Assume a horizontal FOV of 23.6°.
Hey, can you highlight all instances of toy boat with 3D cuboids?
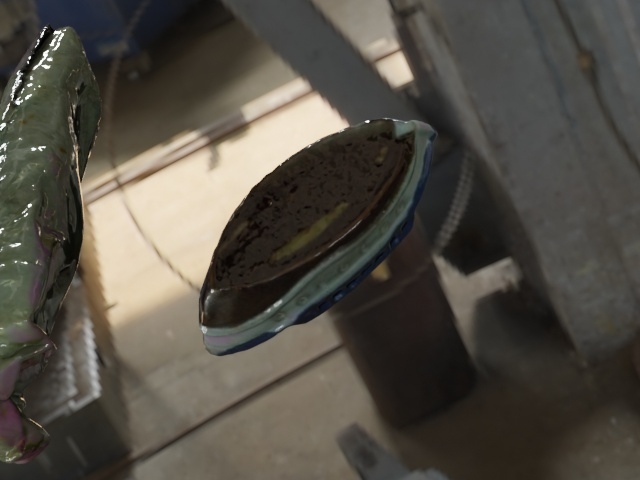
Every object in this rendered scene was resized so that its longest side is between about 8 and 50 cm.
[{"bbox_3d":[0.000,0.000,1.287,0.262,0.115,0.114,-39,60,-8],"label":"toy boat"}]

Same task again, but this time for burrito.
[{"bbox_3d":[-0.161,-0.009,0.837,0.066,0.096,0.309,6,39,-7],"label":"burrito"}]
